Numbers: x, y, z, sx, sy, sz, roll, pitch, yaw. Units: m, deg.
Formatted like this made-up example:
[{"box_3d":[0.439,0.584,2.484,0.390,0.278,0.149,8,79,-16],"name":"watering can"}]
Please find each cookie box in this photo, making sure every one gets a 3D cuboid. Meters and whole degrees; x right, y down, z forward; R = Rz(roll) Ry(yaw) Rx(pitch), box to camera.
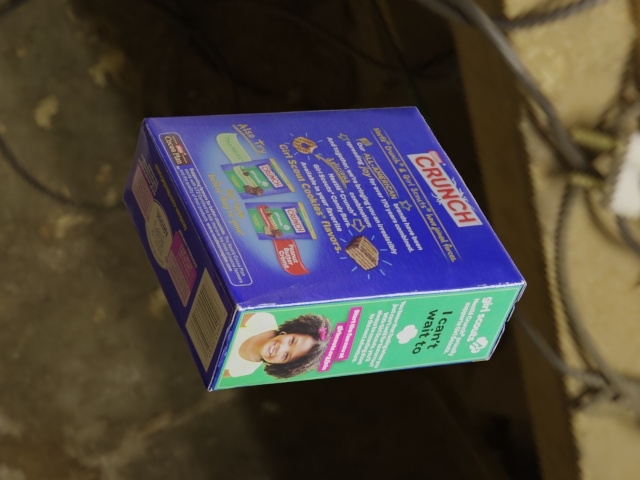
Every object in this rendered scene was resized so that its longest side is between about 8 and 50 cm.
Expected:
[{"box_3d":[0.000,0.000,0.582,0.107,0.092,0.040,-4,136,-27],"name":"cookie box"}]
